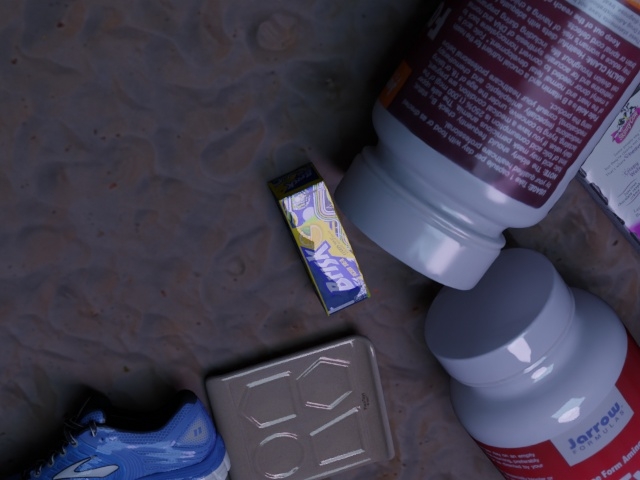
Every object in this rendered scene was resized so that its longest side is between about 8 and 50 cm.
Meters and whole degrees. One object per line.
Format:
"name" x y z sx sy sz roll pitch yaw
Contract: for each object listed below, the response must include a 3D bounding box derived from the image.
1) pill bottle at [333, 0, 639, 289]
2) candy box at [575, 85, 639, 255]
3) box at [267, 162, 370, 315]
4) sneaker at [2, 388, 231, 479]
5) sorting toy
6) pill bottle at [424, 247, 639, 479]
"pill bottle" 0.196 -0.157 1.524 0.224 0.224 0.392 27 105 -26
"candy box" 0.395 -0.089 1.692 0.159 0.071 0.233 -43 116 2
"box" 0.000 0.000 1.643 0.059 0.054 0.169 -25 121 -3
"sneaker" -0.279 0.255 1.667 0.330 0.130 0.147 -18 105 -11
"sorting toy" -0.024 0.217 1.760 0.208 0.038 0.193 -14 119 -4
"pill bottle" 0.302 0.206 1.736 0.229 0.229 0.408 -37 120 4
